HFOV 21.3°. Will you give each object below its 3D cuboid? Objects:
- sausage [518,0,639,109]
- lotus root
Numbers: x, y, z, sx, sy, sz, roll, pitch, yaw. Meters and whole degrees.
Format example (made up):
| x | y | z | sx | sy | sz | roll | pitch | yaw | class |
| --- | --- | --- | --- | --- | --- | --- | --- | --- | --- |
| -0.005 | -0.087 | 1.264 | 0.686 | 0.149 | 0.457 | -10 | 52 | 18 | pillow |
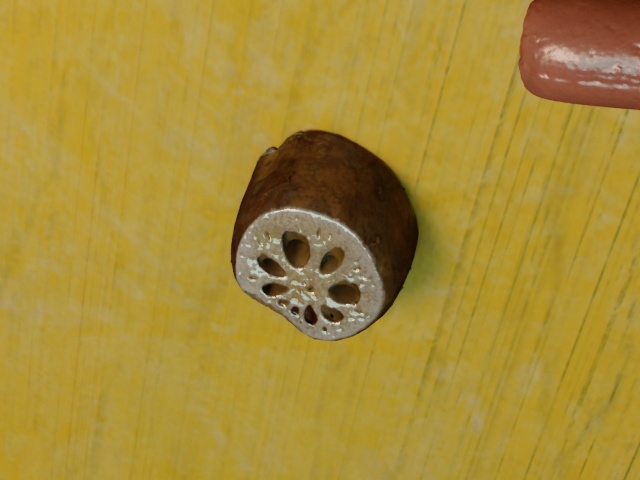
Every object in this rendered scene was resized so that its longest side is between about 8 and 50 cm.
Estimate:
| x | y | z | sx | sy | sz | roll | pitch | yaw | class |
| --- | --- | --- | --- | --- | --- | --- | --- | --- | --- |
| 0.187 | -0.102 | 0.937 | 0.154 | 0.062 | 0.062 | 7 | 129 | 16 | sausage |
| 0.002 | -0.002 | 1.089 | 0.122 | 0.081 | 0.112 | 37 | 124 | -9 | lotus root |
